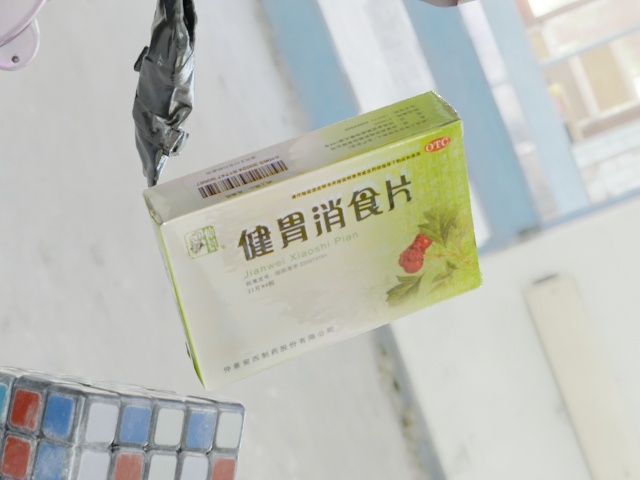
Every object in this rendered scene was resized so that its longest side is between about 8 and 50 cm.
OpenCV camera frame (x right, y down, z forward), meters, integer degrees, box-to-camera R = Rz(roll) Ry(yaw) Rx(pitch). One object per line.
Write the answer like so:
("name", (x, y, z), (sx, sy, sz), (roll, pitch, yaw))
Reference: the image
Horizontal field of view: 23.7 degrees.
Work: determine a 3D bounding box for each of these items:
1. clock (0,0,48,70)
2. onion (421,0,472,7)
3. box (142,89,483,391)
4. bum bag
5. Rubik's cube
("clock", (-0.451, -0.387, 1.910), (0.113, 0.295, 0.322), (-114, -143, -63))
("onion", (0.057, -0.266, 1.102), (0.195, 0.218, 0.140), (78, 35, -77))
("box", (-0.001, 0.001, 1.258), (0.062, 0.260, 0.175), (-124, -162, -53))
("bum bag", (-0.190, -0.193, 1.851), (0.137, 0.074, 0.310), (-105, -160, -45))
("Rubik's cube", (-0.295, 0.303, 1.786), (0.287, 0.292, 0.293), (14, 85, -52))
